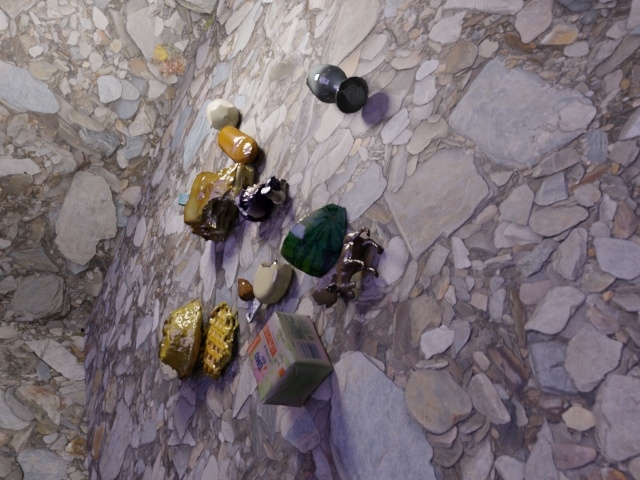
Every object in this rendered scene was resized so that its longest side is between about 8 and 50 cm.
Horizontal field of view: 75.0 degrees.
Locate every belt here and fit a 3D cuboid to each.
[{"bbox_3d":[-0.658,-0.195,2.141,0.163,0.147,0.082,-178,102,-82],"label":"belt"}]

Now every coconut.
[{"bbox_3d":[-0.496,-0.630,2.106,0.161,0.161,0.162,-60,30,15],"label":"coconut"}]

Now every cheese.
[{"bbox_3d":[-0.181,0.179,1.411,0.163,0.070,0.249,19,90,55],"label":"cheese"}]

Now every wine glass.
[{"bbox_3d":[0.049,-0.506,1.373,0.127,0.126,0.241,-58,39,17],"label":"wine glass"}]

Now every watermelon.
[{"bbox_3d":[-0.002,0.009,1.242,0.231,0.128,0.146,-50,59,23],"label":"watermelon"}]

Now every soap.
[{"bbox_3d":[-0.093,0.332,1.173,0.182,0.138,0.199,-55,40,22],"label":"soap"}]

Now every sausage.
[{"bbox_3d":[-0.365,-0.422,1.883,0.134,0.116,0.354,-51,41,3],"label":"sausage"}]

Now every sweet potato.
[{"bbox_3d":[-0.278,0.184,1.552,0.068,0.068,0.226,-68,18,4],"label":"sweet potato"}]

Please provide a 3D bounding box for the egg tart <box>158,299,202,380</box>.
[{"bbox_3d":[-0.588,0.409,1.747,0.345,0.132,0.346,-36,48,52],"label":"egg tart"}]

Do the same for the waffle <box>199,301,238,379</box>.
[{"bbox_3d":[-0.403,0.386,1.617,0.262,0.060,0.281,-47,42,29],"label":"waffle"}]

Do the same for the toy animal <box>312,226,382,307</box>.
[{"bbox_3d":[0.074,0.078,1.122,0.186,0.093,0.215,-10,60,45],"label":"toy animal"}]

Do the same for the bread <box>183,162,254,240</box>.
[{"bbox_3d":[-0.457,-0.170,1.827,0.369,0.191,0.315,-9,67,49],"label":"bread"}]

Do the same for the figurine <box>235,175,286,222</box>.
[{"bbox_3d":[-0.224,-0.152,1.584,0.222,0.145,0.146,-20,59,35],"label":"figurine"}]
